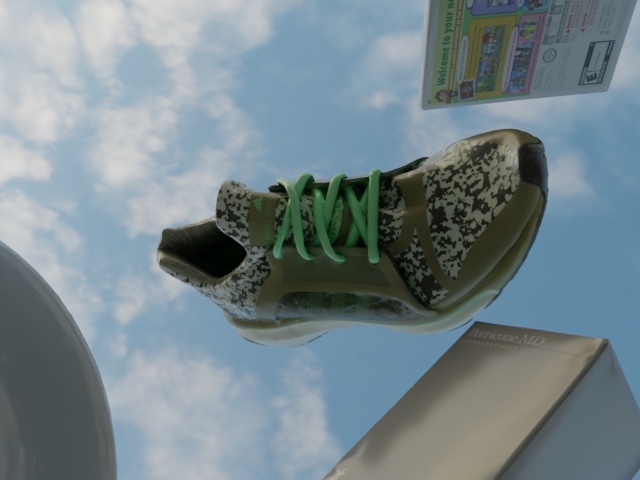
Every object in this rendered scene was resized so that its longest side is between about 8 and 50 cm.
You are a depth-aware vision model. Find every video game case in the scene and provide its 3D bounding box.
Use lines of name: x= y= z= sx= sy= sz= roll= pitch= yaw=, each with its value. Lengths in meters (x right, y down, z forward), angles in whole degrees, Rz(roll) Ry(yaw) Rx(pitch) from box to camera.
video game case: x=0.190 y=-0.211 z=0.743 sx=0.193 sy=0.212 sz=0.023 roll=-6 pitch=-127 yaw=-2

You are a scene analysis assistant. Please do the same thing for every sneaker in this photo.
sneaker: x=0.000 y=0.000 z=0.707 sx=0.410 sy=0.182 sz=0.158 roll=-23 pitch=-123 yaw=42

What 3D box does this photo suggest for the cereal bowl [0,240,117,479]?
cereal bowl: x=-0.287 y=0.148 z=0.489 sx=0.141 sy=0.339 sz=0.339 roll=-14 pitch=-94 yaw=25

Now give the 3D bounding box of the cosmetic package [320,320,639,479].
cosmetic package: x=0.093 y=0.163 z=0.526 sx=0.127 sy=0.238 sz=0.107 roll=0 pitch=-53 yaw=53
